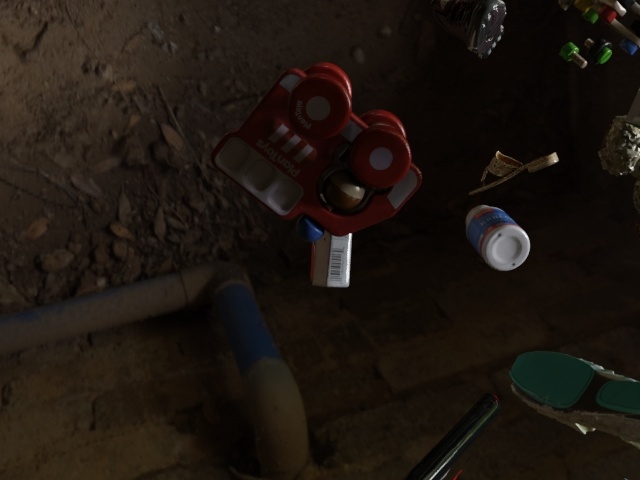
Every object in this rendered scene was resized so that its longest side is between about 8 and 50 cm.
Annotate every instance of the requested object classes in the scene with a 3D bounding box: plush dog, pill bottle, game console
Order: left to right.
[{"bbox_3d":[0.068,0.388,0.958,0.386,0.060,0.342,-30,148,-45],"label":"game console"},{"bbox_3d":[0.453,-0.016,1.940,0.124,0.221,0.124,-2,111,-6],"label":"pill bottle"},{"bbox_3d":[0.579,-0.096,1.188,0.262,0.210,0.226,-26,120,-47],"label":"plush dog"}]

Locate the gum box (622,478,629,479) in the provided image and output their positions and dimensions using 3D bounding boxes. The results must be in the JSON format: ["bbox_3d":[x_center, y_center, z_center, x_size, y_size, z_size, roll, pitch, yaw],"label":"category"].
[{"bbox_3d":[0.485,0.457,1.103,0.184,0.041,0.157,29,90,-26],"label":"gum box"}]

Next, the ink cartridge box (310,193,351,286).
[{"bbox_3d":[0.000,0.000,1.556,0.066,0.232,0.189,4,88,-24],"label":"ink cartridge box"}]

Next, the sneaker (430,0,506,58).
[{"bbox_3d":[0.297,-0.471,1.562,0.162,0.281,0.106,37,98,9],"label":"sneaker"}]

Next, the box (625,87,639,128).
[{"bbox_3d":[0.572,-0.210,0.935,0.126,0.262,0.231,9,107,-42],"label":"box"}]

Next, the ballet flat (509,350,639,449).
[{"bbox_3d":[0.519,0.313,1.364,0.146,0.409,0.147,-3,95,-30],"label":"ballet flat"}]

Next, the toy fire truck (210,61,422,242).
[{"bbox_3d":[0.002,-0.134,1.235,0.302,0.169,0.254,39,108,-12],"label":"toy fire truck"}]

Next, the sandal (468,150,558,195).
[{"bbox_3d":[0.468,-0.192,1.852,0.240,0.088,0.079,-21,93,35],"label":"sandal"}]

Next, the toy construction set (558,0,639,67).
[{"bbox_3d":[0.632,-0.574,1.615,0.257,0.237,0.309,-14,144,-37],"label":"toy construction set"}]
